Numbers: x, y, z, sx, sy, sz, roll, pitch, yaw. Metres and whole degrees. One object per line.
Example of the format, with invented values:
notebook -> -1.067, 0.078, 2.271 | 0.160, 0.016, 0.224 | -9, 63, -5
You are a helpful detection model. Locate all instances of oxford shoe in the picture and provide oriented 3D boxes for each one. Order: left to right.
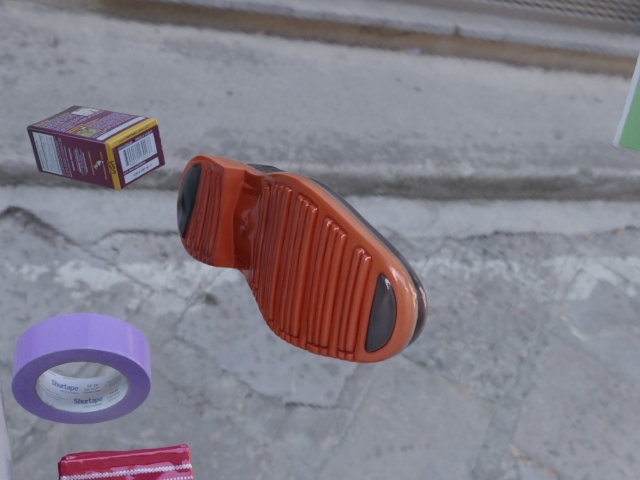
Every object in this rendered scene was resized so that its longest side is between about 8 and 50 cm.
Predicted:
oxford shoe -> 0.000, 0.000, 0.635 | 0.098, 0.097, 0.271 | 3, 18, -31

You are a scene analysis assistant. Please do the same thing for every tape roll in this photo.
tape roll -> -0.485, 0.266, 2.010 | 0.274, 0.275, 0.090 | 9, 45, -21

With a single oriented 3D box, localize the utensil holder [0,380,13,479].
utensil holder -> -0.399, 0.227, 0.766 | 0.327, 0.386, 0.328 | 4, 32, -3

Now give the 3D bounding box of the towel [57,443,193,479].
towel -> -0.273, 0.438, 1.429 | 0.198, 0.031, 0.275 | -2, 73, -21

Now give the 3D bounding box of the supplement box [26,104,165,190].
supplement box -> -0.348, -0.146, 1.527 | 0.188, 0.081, 0.104 | 13, 34, 33

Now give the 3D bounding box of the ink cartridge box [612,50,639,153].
ink cartridge box -> 0.308, -0.108, 0.564 | 0.235, 0.171, 0.056 | 16, 25, 13
